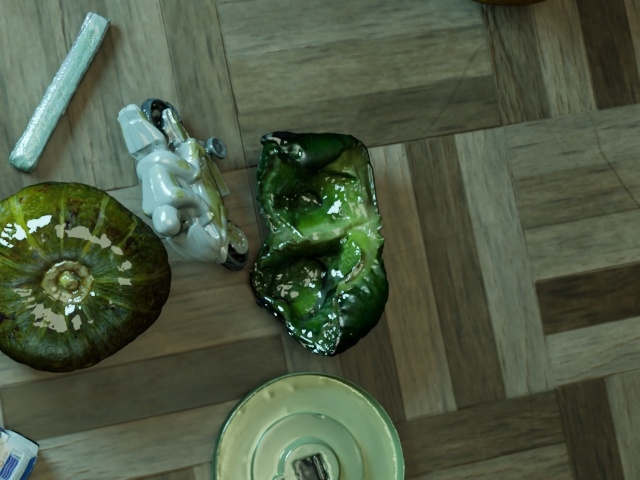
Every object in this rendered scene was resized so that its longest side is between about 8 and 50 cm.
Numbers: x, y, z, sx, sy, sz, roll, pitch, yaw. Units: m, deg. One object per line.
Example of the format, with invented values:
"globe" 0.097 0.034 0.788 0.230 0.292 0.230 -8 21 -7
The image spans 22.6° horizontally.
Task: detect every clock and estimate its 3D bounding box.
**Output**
"clock" -0.012 0.271 1.881 0.235 0.029 0.235 2 84 -15

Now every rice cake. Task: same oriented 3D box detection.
"rice cake" -0.298 -0.173 1.846 0.033 0.033 0.208 28 77 -10

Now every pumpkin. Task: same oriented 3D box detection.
"pumpkin" -0.284 0.036 1.772 0.219 0.162 0.219 -1 107 -4

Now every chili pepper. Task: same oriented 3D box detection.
"chili pepper" -0.003 0.004 1.880 0.148 0.116 0.265 -8 87 -28

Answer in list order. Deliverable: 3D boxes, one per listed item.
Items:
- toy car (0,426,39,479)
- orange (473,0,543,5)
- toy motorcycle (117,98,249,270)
"toy car" -0.394 0.221 1.758 0.170 0.070 0.080 32 78 -11
"orange" 0.214 -0.406 1.906 0.264 0.264 0.264 2 84 -15
"toy motorcycle" -0.158 -0.055 1.826 0.074 0.151 0.229 -24 98 28
